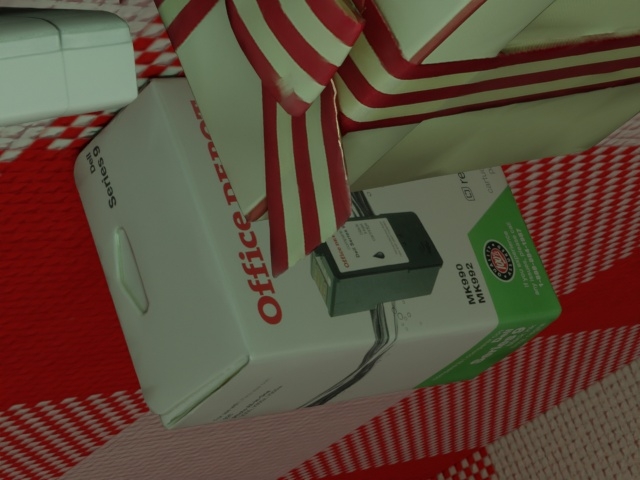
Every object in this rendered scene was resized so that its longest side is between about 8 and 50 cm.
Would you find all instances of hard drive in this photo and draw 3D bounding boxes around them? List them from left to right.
[{"bbox_3d":[-0.289,-0.059,0.729,0.353,0.047,0.233,-13,-165,-33],"label":"hard drive"}]

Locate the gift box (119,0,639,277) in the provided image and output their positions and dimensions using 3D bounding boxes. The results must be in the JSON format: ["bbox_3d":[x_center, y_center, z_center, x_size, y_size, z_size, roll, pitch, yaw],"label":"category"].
[{"bbox_3d":[0.046,-0.148,0.772,0.258,0.255,0.276,-10,155,-37],"label":"gift box"}]

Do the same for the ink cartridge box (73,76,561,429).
[{"bbox_3d":[0.000,0.000,1.206,0.289,0.211,0.121,-6,157,-40],"label":"ink cartridge box"}]
